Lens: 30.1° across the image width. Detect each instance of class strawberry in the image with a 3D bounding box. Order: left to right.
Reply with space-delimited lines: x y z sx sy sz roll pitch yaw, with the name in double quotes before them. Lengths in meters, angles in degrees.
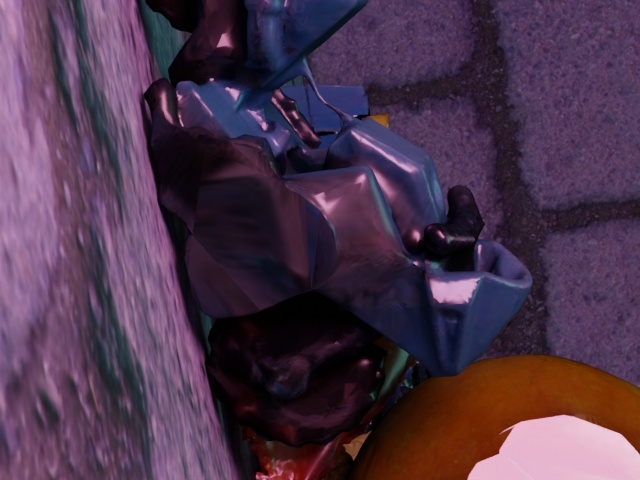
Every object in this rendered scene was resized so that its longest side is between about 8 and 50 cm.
"strawberry" 0.002 0.088 0.941 0.098 0.174 0.228 127 -39 -67

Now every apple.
"apple" 0.181 0.285 0.980 0.374 0.374 0.384 72 12 -71

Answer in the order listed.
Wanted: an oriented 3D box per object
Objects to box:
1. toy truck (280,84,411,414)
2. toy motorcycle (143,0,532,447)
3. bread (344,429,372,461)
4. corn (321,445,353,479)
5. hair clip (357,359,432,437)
"toy truck" 0.000 0.000 1.171 0.385 0.161 0.162 -97 -174 -47
"toy motorcycle" 0.010 -0.063 0.797 0.172 0.232 0.416 -40 121 -73
"bread" 0.048 0.327 1.357 0.229 0.143 0.140 -89 180 -57
"corn" -0.001 0.249 1.167 0.231 0.080 0.080 84 -2 -67
"hair clip" 0.090 0.224 1.725 0.310 0.206 0.195 -86 161 -58
